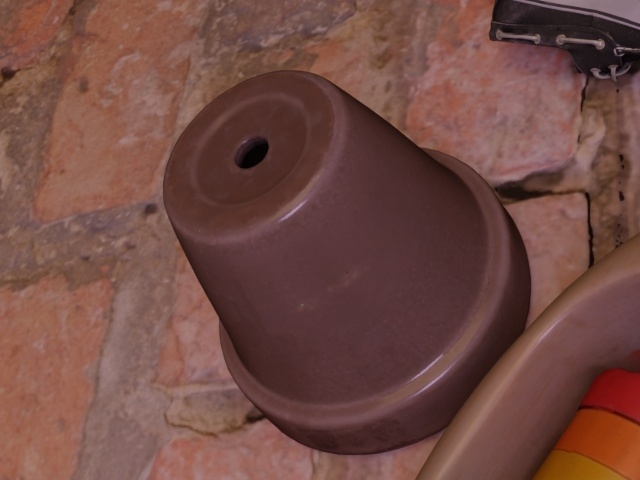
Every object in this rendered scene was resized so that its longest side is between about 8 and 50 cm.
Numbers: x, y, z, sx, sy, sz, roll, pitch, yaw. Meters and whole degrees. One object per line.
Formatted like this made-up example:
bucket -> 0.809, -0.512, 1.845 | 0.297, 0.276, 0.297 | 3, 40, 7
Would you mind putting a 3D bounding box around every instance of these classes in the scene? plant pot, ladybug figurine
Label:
plant pot -> 0.000, 0.000, 0.887 | 0.263, 0.229, 0.263 | -17, 52, 22
ladybug figurine -> 0.180, 0.174, 0.660 | 0.449, 0.162, 0.305 | -52, 21, -9

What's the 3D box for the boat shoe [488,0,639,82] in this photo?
boat shoe -> 0.240, -0.170, 0.978 | 0.219, 0.078, 0.070 | 23, 107, 37
